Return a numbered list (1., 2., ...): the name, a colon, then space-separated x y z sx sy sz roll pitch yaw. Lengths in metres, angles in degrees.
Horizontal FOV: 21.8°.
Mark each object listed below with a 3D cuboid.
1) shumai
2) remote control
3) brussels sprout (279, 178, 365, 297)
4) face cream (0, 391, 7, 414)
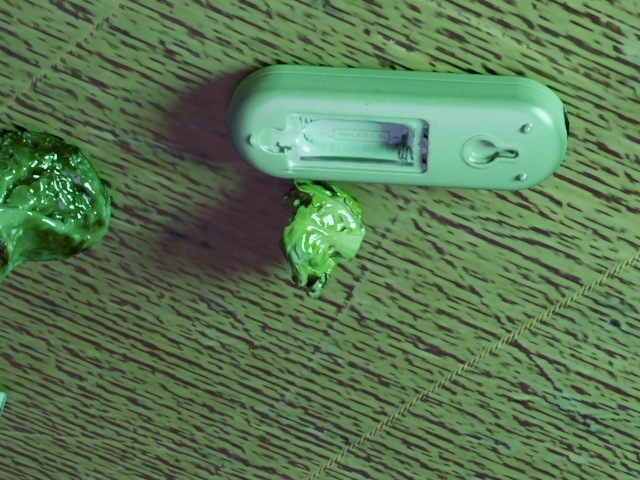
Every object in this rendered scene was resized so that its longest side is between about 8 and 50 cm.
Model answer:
1. shumai: -0.208 -0.015 1.125 0.123 0.087 0.099 4 128 3
2. remote control: 0.049 -0.070 1.072 0.221 0.042 0.078 4 128 5
3. brussels sprout: 0.000 0.000 1.120 0.058 0.085 0.085 11 129 -5
4. face cream: -0.299 0.110 1.280 0.115 0.020 0.038 20 129 -5
